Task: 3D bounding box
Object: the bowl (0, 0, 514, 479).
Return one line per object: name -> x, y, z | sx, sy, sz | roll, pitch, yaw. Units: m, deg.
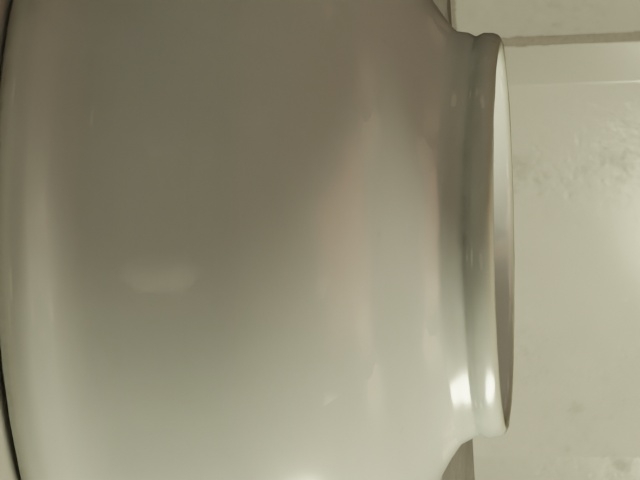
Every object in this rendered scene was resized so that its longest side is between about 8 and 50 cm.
bowl -> 0.000, 0.000, 0.538 | 0.298, 0.134, 0.298 | -1, 90, -81
